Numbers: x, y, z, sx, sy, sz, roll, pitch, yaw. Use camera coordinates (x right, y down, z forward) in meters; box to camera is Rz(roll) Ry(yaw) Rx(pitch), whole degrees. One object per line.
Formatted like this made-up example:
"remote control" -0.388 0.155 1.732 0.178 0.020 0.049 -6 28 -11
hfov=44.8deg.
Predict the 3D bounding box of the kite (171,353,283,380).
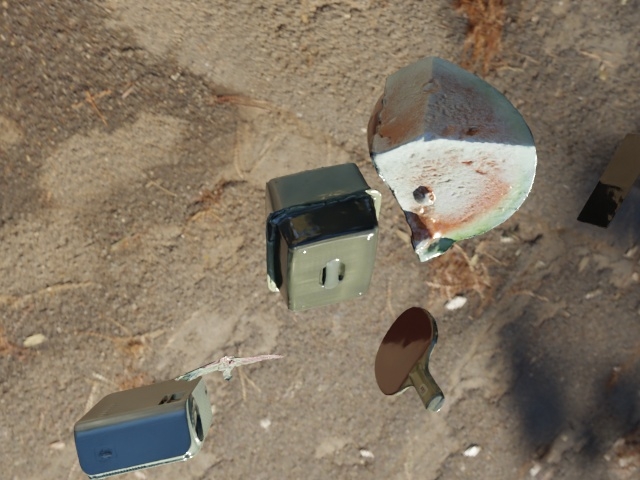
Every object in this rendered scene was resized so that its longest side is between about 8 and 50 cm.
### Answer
"kite" -0.111 0.155 0.937 0.139 0.011 0.157 -9 163 -10

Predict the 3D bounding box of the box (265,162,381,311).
"box" 0.000 0.000 1.483 0.220 0.166 0.291 -12 147 -10

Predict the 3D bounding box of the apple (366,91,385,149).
"apple" 0.261 -0.249 1.864 0.305 0.306 0.235 -23 152 -18

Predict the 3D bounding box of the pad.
"pad" 0.549 -0.113 1.436 0.004 0.116 0.193 28 94 -13

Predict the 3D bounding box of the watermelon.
"watermelon" 0.183 -0.114 1.141 0.213 0.289 0.320 -7 100 -36

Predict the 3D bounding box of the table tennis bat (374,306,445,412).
"table tennis bat" 0.136 0.182 1.149 0.022 0.246 0.138 30 101 -16

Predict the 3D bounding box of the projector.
"projector" -0.309 0.334 1.408 0.198 0.250 0.108 -13 92 -1
